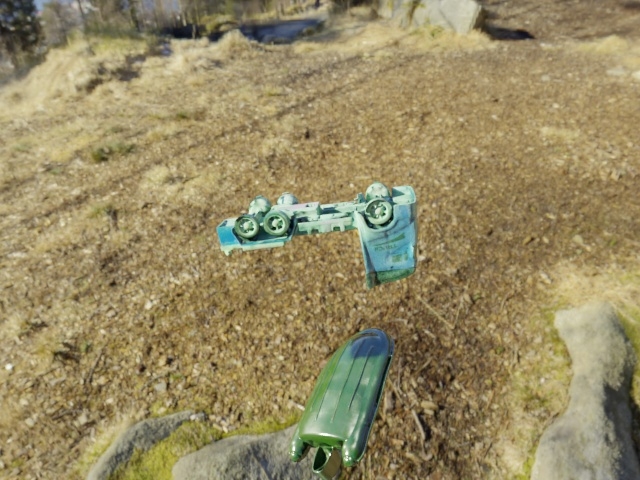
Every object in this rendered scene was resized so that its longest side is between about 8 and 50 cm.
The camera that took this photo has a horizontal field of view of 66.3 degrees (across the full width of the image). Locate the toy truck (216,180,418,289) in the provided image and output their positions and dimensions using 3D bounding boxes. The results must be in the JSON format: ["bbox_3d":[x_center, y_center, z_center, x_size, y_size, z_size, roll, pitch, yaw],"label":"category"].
[{"bbox_3d":[0.000,0.000,0.433,0.175,0.081,0.067,-7,18,8],"label":"toy truck"}]

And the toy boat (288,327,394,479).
[{"bbox_3d":[0.034,0.184,0.600,0.104,0.052,0.210,-16,29,35],"label":"toy boat"}]
